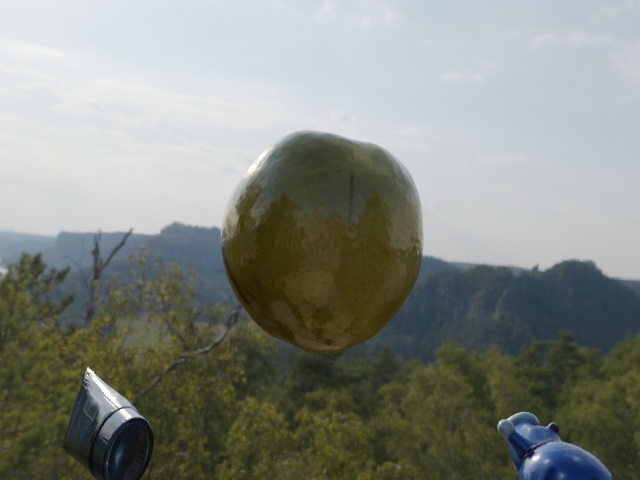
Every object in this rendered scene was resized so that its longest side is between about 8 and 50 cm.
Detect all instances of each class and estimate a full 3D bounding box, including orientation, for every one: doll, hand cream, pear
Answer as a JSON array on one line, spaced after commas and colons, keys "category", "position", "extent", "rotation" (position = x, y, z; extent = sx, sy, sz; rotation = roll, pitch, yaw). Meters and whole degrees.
[{"category": "doll", "position": [0.411, 0.421, 1.177], "extent": [0.215, 0.161, 0.257], "rotation": [36, 5, -9]}, {"category": "hand cream", "position": [-0.293, 0.245, 0.854], "extent": [0.061, 0.120, 0.270], "rotation": [19, -11, -33]}, {"category": "pear", "position": [0.000, 0.000, 0.951], "extent": [0.314, 0.315, 0.314], "rotation": [5, -4, 0]}]
